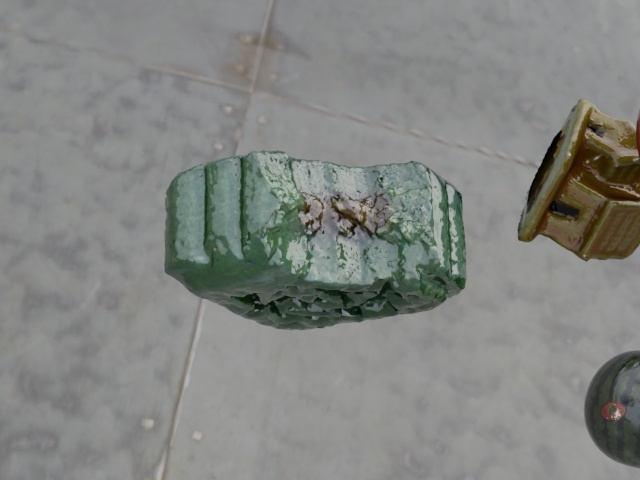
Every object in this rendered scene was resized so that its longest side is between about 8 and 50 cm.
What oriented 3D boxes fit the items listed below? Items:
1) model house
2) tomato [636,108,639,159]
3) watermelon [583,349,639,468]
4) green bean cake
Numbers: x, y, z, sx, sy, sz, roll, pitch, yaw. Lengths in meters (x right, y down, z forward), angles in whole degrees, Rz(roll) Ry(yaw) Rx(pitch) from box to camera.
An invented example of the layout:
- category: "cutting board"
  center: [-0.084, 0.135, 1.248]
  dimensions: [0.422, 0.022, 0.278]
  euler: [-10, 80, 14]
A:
- category: "model house"
  center: [0.521, -0.092, 1.963]
  dimensions: [0.239, 0.268, 0.173]
  euler: [26, 19, -1]
- category: "tomato"
  center: [0.683, -0.187, 1.754]
  dimensions: [0.322, 0.321, 0.321]
  euler: [11, 43, -10]
- category: "watermelon"
  center: [0.570, 0.295, 1.860]
  dimensions: [0.212, 0.212, 0.212]
  euler: [11, 43, -10]
- category: "green bean cake"
  center: [0.000, 0.000, 1.305]
  dimensions: [0.308, 0.300, 0.169]
  euler: [30, 52, -56]
